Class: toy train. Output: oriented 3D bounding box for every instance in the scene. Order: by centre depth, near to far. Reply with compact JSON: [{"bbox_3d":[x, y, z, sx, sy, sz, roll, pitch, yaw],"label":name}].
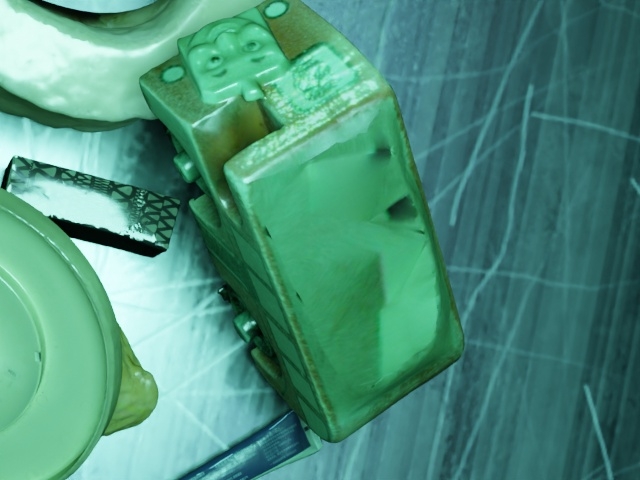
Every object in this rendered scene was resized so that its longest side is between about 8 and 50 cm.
[{"bbox_3d":[0.000,0.000,1.166,0.129,0.159,0.326,-31,135,-13],"label":"toy train"}]

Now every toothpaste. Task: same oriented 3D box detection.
[{"bbox_3d":[-0.064,0.162,1.275,0.140,0.021,0.037,-27,102,-16],"label":"toothpaste"}]

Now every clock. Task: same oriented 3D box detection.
[{"bbox_3d":[-0.242,0.068,1.159,0.235,0.029,0.235,5,113,11],"label":"clock"}]

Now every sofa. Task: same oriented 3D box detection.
[{"bbox_3d":[-0.159,-0.022,1.236,0.118,0.060,0.039,15,78,-13],"label":"sofa"}]

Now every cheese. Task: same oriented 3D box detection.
[{"bbox_3d":[-0.187,-0.232,1.188,0.332,0.153,0.292,18,83,-14],"label":"cheese"}]

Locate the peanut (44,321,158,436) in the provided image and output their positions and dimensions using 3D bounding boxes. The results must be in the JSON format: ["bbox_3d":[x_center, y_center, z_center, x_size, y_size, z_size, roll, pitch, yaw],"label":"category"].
[{"bbox_3d":[-0.193,0.063,1.212,0.194,0.083,0.093,43,84,-10],"label":"peanut"}]
